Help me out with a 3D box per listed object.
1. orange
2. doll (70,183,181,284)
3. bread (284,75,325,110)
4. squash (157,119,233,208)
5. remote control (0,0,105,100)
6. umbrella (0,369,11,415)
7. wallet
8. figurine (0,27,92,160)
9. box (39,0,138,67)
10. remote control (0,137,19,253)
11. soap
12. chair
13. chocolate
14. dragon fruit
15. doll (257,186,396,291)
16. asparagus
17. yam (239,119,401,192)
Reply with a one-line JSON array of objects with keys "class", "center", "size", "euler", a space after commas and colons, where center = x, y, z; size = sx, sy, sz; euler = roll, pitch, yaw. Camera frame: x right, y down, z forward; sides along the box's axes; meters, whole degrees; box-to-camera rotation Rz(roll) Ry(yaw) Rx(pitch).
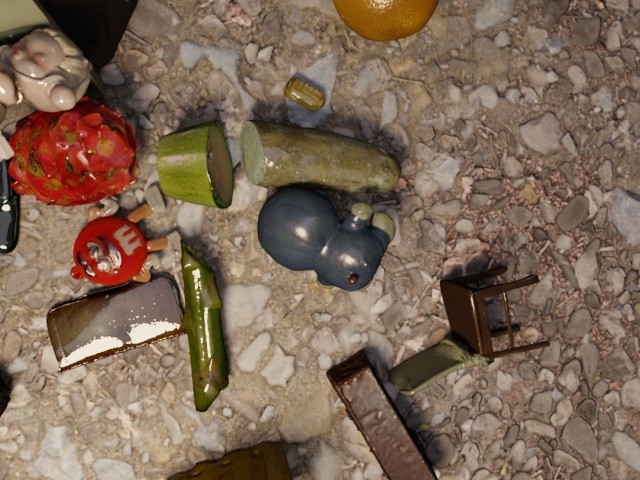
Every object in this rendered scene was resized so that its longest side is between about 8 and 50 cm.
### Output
[{"class": "orange", "center": [0.125, -0.505, 1.159], "size": [0.236, 0.236, 0.237], "euler": [0, 92, -9]}, {"class": "doll", "center": [-0.386, 0.002, 1.157], "size": [0.217, 0.085, 0.183], "euler": [-26, 93, -15]}, {"class": "bread", "center": [-0.032, -0.298, 1.230], "size": [0.087, 0.033, 0.049], "euler": [25, 73, -13]}, {"class": "squash", "center": [-0.236, -0.143, 1.143], "size": [0.122, 0.170, 0.170], "euler": [0, 92, 2]}, {"class": "remote control", "center": [-0.482, -0.318, 1.026], "size": [0.123, 0.285, 0.038], "euler": [-17, 72, -2]}, {"class": "umbrella", "center": [-0.742, 0.243, 1.105], "size": [0.339, 0.118, 0.118], "euler": [23, 88, -3]}, {"class": "wallet", "center": [-0.401, 0.157, 1.184], "size": [0.255, 0.031, 0.137], "euler": [-16, 91, -10]}, {"class": "figurine", "center": [-0.455, -0.237, 0.931], "size": [0.256, 0.181, 0.145], "euler": [-45, 132, -31]}, {"class": "box", "center": [-0.428, -0.521, 1.021], "size": [0.090, 0.350, 0.360], "euler": [19, 87, 25]}, {"class": "remote control", "center": [-0.611, -0.085, 1.136], "size": [0.072, 0.042, 0.222], "euler": [1, 91, -7]}, {"class": "soap", "center": [-0.169, 0.498, 1.105], "size": [0.259, 0.281, 0.143], "euler": [-14, 96, -7]}, {"class": "chair", "center": [0.285, 0.178, 1.236], "size": [0.318, 0.160, 0.186], "euler": [-15, 99, -9]}, {"class": "chocolate", "center": [0.135, 0.393, 1.237], "size": [0.111, 0.112, 0.321], "euler": [-30, 96, -5]}, {"class": "dragon fruit", "center": [-0.457, -0.153, 1.088], "size": [0.268, 0.205, 0.210], "euler": [-19, 74, 28]}, {"class": "doll", "center": [0.000, 0.000, 1.178], "size": [0.258, 0.154, 0.228], "euler": [29, 128, 5]}, {"class": "asparagus", "center": [-0.229, 0.164, 1.181], "size": [0.084, 0.082, 0.344], "euler": [-5, 95, -14]}, {"class": "yam", "center": [0.002, -0.155, 1.198], "size": [0.329, 0.133, 0.133], "euler": [8, 90, -13]}]
